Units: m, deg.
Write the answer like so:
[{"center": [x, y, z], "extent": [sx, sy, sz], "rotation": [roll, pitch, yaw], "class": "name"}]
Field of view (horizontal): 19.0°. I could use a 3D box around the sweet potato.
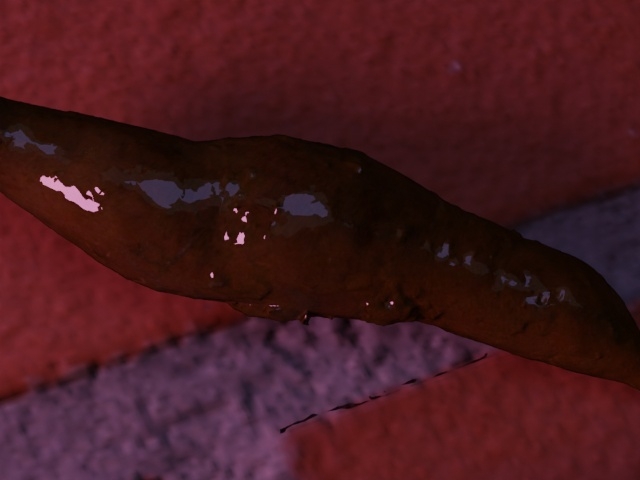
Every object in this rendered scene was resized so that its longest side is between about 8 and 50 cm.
[{"center": [0.000, 0.000, 0.662], "extent": [0.274, 0.067, 0.067], "rotation": [18, 58, -5], "class": "sweet potato"}]
